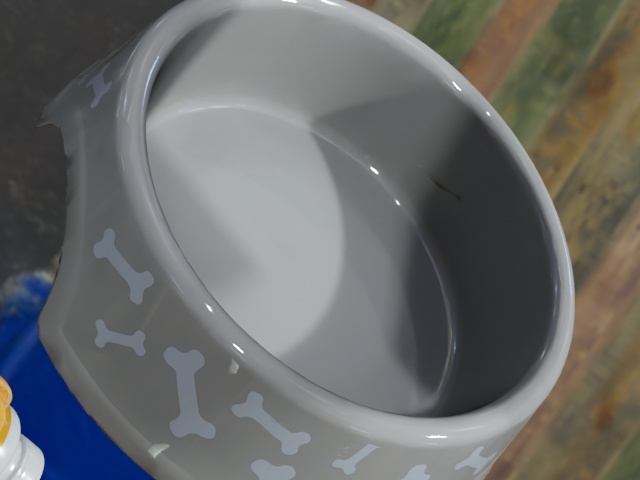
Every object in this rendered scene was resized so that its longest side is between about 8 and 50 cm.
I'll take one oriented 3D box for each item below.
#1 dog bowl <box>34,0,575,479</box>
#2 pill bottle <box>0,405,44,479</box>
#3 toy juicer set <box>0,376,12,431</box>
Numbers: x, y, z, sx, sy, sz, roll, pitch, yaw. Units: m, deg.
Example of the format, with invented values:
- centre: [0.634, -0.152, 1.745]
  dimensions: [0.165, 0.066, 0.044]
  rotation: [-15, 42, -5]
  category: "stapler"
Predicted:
- centre: [0.000, 0.000, 0.981]
  dimensions: [0.349, 0.349, 0.102]
  rotation: [-19, 162, -44]
  category: "dog bowl"
- centre: [-0.451, 0.225, 2.034]
  dimensions: [0.136, 0.136, 0.245]
  rotation: [-49, 124, -8]
  category: "pill bottle"
- centre: [-0.389, 0.165, 1.412]
  dimensions: [0.329, 0.089, 0.209]
  rotation: [-43, 123, -50]
  category: "toy juicer set"
